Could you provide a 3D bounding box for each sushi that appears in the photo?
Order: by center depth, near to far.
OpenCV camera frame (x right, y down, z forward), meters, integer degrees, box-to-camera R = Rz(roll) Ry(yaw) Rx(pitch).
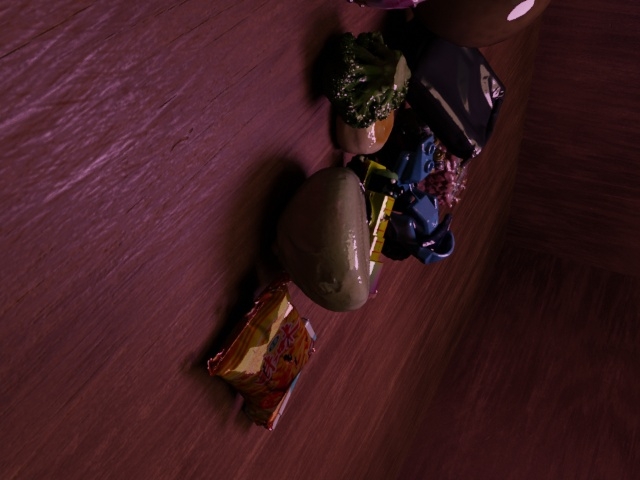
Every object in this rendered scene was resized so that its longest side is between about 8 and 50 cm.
[{"bbox_3d":[0.325,-0.242,1.881,0.236,0.171,0.270,79,33,-48],"label":"sushi"}]

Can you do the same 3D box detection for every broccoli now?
[{"bbox_3d":[0.089,-0.303,1.287,0.195,0.156,0.195,-17,110,-57],"label":"broccoli"}]

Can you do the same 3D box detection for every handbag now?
[{"bbox_3d":[0.274,-0.345,1.586,0.302,0.178,0.275,44,59,-27],"label":"handbag"}]

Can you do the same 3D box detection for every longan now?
[{"bbox_3d":[0.324,-0.540,1.362,0.319,0.319,0.319,-48,147,-47],"label":"longan"}]

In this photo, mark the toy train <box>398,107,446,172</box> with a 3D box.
[{"bbox_3d":[0.256,-0.256,1.717,0.060,0.081,0.202,59,14,-59],"label":"toy train"}]

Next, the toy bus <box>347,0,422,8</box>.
[{"bbox_3d":[0.135,-0.580,1.148,0.171,0.162,0.386,-32,138,-32],"label":"toy bus"}]

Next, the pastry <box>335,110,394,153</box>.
[{"bbox_3d":[0.093,-0.254,1.425,0.156,0.092,0.156,-34,131,-50],"label":"pastry"}]

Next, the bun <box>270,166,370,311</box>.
[{"bbox_3d":[0.000,0.000,1.285,0.283,0.179,0.283,-3,90,-80],"label":"bun"}]

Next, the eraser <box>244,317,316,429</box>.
[{"bbox_3d":[-0.081,0.275,1.427,0.095,0.052,0.225,71,40,-59],"label":"eraser"}]

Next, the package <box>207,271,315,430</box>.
[{"bbox_3d":[-0.105,0.210,1.265,0.223,0.108,0.288,-55,145,-27],"label":"package"}]

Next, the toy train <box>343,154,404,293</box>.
[{"bbox_3d":[0.083,-0.034,1.464,0.100,0.160,0.296,11,95,-61],"label":"toy train"}]

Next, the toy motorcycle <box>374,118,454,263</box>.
[{"bbox_3d":[0.226,-0.097,1.659,0.172,0.232,0.416,-39,141,-37],"label":"toy motorcycle"}]

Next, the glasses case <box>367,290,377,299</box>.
[{"bbox_3d":[0.087,0.107,1.647,0.070,0.102,0.193,-58,154,-20],"label":"glasses case"}]
